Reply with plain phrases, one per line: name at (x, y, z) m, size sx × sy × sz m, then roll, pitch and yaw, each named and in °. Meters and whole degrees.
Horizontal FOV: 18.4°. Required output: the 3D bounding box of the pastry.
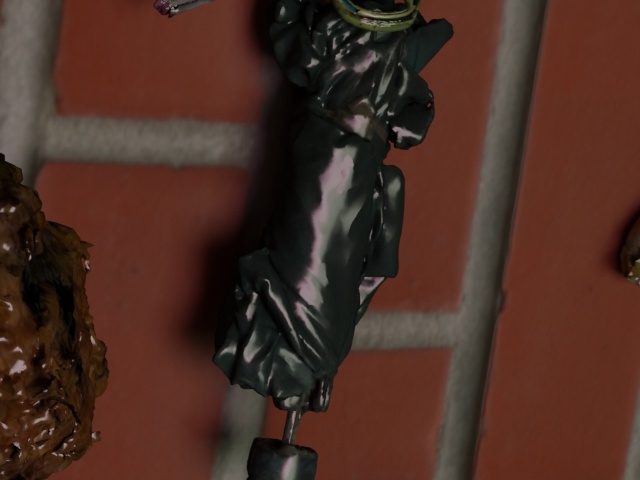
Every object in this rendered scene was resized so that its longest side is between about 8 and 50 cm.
pastry at (-0.235, 0.038, 1.073) m, size 0.275 × 0.275 × 0.193 m, roll 2°, pitch 114°, yaw -39°

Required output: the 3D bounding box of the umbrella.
umbrella at (-0.003, -0.001, 1.352) m, size 0.143 × 0.094 × 0.349 m, roll 9°, pitch 92°, yaw -28°

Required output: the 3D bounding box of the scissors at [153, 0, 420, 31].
scissors at (-0.032, -0.183, 1.293) m, size 0.187 × 0.020 × 0.133 m, roll -12°, pitch 66°, yaw -27°

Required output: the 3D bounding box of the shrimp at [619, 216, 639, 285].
shrimp at (0.311, 0.026, 1.653) m, size 0.161 × 0.049 × 0.166 m, roll -37°, pitch 130°, yaw -27°
